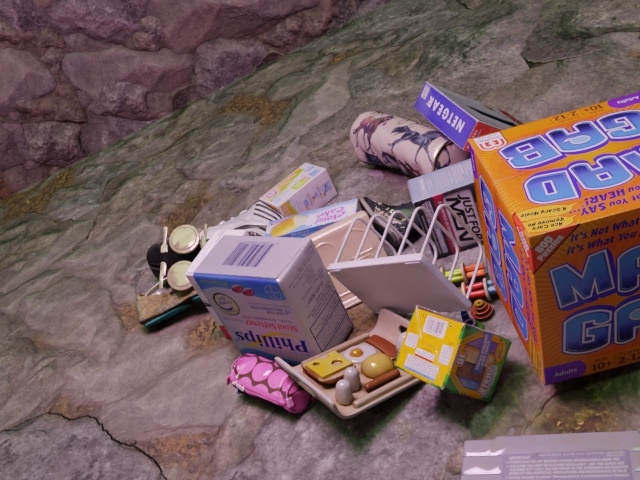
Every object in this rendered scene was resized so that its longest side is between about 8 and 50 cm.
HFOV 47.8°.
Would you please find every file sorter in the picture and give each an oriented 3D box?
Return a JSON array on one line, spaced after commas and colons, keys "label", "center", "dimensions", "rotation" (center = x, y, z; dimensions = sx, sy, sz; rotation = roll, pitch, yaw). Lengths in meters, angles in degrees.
[{"label": "file sorter", "center": [0.197, 0.041, 1.626], "dimensions": [0.277, 0.193, 0.173], "rotation": [-8, 49, 47]}]

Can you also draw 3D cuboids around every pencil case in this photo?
[{"label": "pencil case", "center": [-0.112, 0.324, 1.624], "dimensions": [0.209, 0.095, 0.098], "rotation": [8, 15, 42]}, {"label": "pencil case", "center": [0.266, -0.257, 2.101], "dimensions": [0.160, 0.183, 0.410], "rotation": [-44, 38, -13]}]

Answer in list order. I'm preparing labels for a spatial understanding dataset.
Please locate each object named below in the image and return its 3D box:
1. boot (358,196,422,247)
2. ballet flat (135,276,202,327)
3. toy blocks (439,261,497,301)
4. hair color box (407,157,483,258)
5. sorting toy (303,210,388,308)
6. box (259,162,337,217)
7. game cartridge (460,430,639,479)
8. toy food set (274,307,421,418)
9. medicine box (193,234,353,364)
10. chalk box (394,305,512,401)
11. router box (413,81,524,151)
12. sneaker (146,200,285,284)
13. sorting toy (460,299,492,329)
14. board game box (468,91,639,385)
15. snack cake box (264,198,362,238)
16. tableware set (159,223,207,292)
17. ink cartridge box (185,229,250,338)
[{"label": "boot", "center": [0.220, -0.080, 1.973], "dimensions": [0.178, 0.085, 0.236], "rotation": [-26, 34, -8]}, {"label": "ballet flat", "center": [-0.364, 0.135, 2.016], "dimensions": [0.348, 0.123, 0.123], "rotation": [-22, 33, 10]}, {"label": "toy blocks", "center": [0.353, 0.093, 1.658], "dimensions": [0.148, 0.054, 0.123], "rotation": [-14, 35, 19]}, {"label": "hair color box", "center": [0.424, -0.109, 1.772], "dimensions": [0.374, 0.185, 0.114], "rotation": [-19, 33, 11]}, {"label": "sorting toy", "center": [0.069, 0.055, 1.814], "dimensions": [0.193, 0.208, 0.038], "rotation": [-26, -5, 1]}, {"label": "box", "center": [-0.068, -0.134, 2.220], "dimensions": [0.203, 0.103, 0.114], "rotation": [-40, 35, -21]}, {"label": "game cartridge", "center": [0.402, 0.418, 1.168], "dimensions": [0.355, 0.068, 0.230], "rotation": [-9, 32, 24]}, {"label": "toy food set", "center": [0.084, 0.243, 1.531], "dimensions": [0.306, 0.092, 0.219], "rotation": [-19, 27, -30]}, {"label": "medicine box", "center": [-0.107, 0.141, 1.688], "dimensions": [0.263, 0.289, 0.149], "rotation": [2, 41, 36]}, {"label": "chalk box", "center": [0.274, 0.228, 1.421], "dimensions": [0.132, 0.213, 0.132], "rotation": [17, 85, 49]}, {"label": "router box", "center": [0.450, -0.297, 1.941], "dimensions": [0.082, 0.301, 0.335], "rotation": [-65, 26, 21]}, {"label": "sneaker", "center": [-0.289, 0.011, 2.166], "dimensions": [0.447, 0.169, 0.257], "rotation": [-9, 21, 27]}, {"label": "sorting toy", "center": [0.334, 0.165, 1.581], "dimensions": [0.061, 0.042, 0.102], "rotation": [7, 45, 40]}, {"label": "board game box", "center": [0.520, -0.011, 1.372], "dimensions": [0.356, 0.357, 0.356], "rotation": [-15, 35, 3]}, {"label": "snack cake box", "center": [0.000, 0.000, 1.941], "dimensions": [0.264, 0.152, 0.089], "rotation": [-15, 32, 18]}, {"label": "tableware set", "center": [-0.374, 0.050, 1.988], "dimensions": [0.128, 0.039, 0.194], "rotation": [-4, 67, 7]}, {"label": "ink cartridge box", "center": [-0.217, 0.113, 1.852], "dimensions": [0.100, 0.237, 0.172], "rotation": [-2, 40, 33]}]
